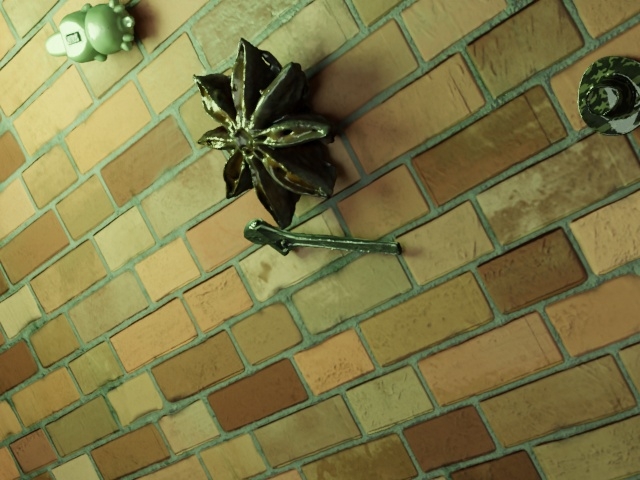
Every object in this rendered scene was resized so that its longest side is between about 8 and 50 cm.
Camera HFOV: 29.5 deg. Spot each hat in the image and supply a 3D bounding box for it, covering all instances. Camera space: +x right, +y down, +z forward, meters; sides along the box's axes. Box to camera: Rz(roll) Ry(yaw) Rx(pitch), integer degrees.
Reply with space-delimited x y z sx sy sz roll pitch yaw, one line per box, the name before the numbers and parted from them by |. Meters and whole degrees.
hat | 0.394 -0.195 1.649 0.121 0.050 0.121 14 114 35

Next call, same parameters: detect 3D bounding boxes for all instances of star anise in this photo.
star anise | -0.087 -0.180 2.035 0.331 0.117 0.332 27 132 35

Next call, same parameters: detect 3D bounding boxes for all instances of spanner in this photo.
spanner | 0.000 0.000 2.075 0.325 0.026 0.093 4 147 35

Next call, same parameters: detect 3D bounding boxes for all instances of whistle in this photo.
whistle | -0.425 -0.383 2.259 0.244 0.092 0.110 -8 104 41
